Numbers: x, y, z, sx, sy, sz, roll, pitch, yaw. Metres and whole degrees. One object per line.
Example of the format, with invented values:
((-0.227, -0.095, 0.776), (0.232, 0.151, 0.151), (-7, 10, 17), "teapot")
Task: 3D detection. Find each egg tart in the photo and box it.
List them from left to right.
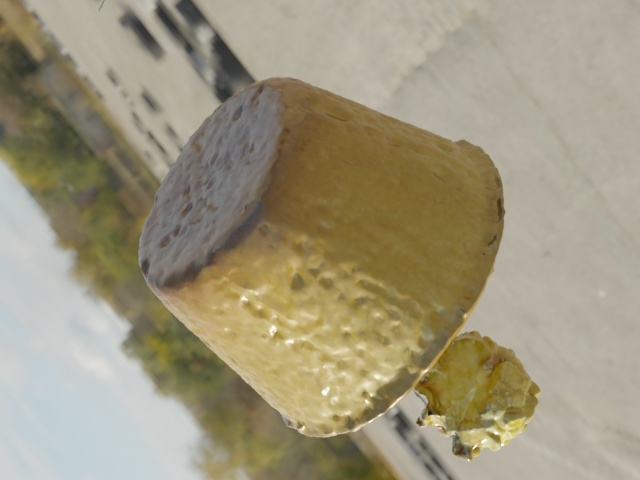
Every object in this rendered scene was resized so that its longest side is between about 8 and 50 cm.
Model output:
((0.000, 0.000, 0.947), (0.171, 0.215, 0.215), (35, -176, -27), "egg tart")

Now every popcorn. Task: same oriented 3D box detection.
((0.097, 0.099, 0.977), (0.082, 0.083, 0.057), (-2, 163, 29), "popcorn")

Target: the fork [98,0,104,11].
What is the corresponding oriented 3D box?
((-0.138, -0.303, 1.365), (0.021, 0.235, 0.039), (24, 173, 1), "fork")
